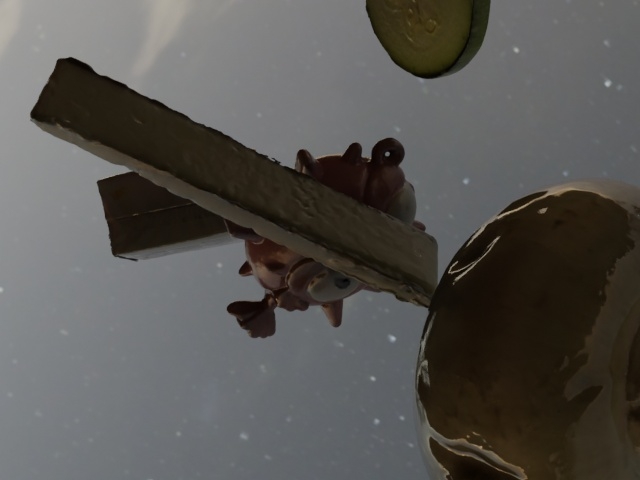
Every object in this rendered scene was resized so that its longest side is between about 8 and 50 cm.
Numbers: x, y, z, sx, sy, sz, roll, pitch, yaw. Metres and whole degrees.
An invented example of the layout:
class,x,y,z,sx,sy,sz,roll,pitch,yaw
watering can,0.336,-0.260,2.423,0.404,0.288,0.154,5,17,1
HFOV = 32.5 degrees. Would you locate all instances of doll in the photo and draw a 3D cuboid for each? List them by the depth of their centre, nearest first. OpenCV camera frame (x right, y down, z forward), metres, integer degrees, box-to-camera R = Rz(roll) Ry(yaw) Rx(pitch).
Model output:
class,x,y,z,sx,sy,sz,roll,pitch,yaw
doll,0.000,0.000,1.116,0.262,0.211,0.093,-46,-144,16

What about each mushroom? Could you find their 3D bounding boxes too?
class,x,y,z,sx,sy,sz,roll,pitch,yaw
mushroom,0.236,0.098,0.863,0.356,0.315,0.315,-17,-140,-7

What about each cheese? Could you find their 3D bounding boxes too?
class,x,y,z,sx,sy,sz,roll,pitch,yaw
cheese,-0.063,-0.046,0.985,0.034,0.400,0.085,-48,-156,46

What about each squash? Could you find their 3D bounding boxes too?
class,x,y,z,sx,sy,sz,roll,pitch,yaw
squash,0.124,-0.298,1.305,0.219,0.041,0.219,39,-41,45

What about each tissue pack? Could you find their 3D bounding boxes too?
class,x,y,z,sx,sy,sz,roll,pitch,yaw
tissue pack,-0.183,-0.049,1.579,0.225,0.185,0.124,-12,-92,1
